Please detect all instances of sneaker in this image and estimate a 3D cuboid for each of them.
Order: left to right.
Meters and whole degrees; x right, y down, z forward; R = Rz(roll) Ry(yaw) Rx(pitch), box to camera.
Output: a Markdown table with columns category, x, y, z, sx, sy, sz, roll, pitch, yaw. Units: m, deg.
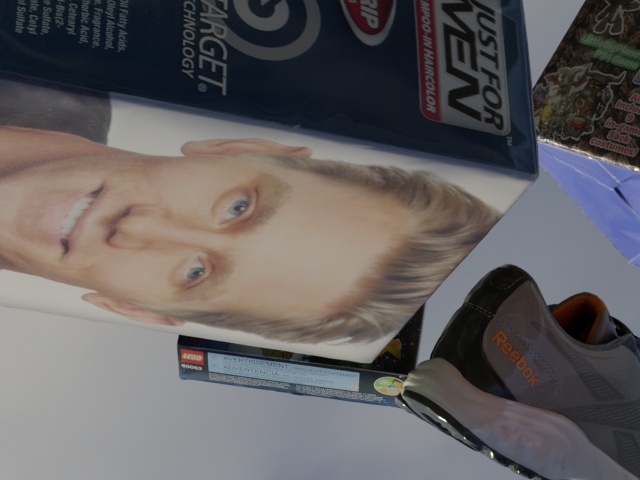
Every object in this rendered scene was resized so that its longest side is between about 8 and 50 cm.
| category | x | y | z | sx | sy | sz | roll | pitch | yaw |
| --- | --- | --- | --- | --- | --- | --- | --- | --- | --- |
| sneaker | 0.163 | 0.096 | 1.136 | 0.100 | 0.271 | 0.108 | 27 | -91 | 46 |

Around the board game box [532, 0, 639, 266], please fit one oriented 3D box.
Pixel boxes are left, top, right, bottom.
| category | x | y | z | sx | sy | sz | roll | pitch | yaw |
| --- | --- | --- | --- | --- | --- | --- | --- | --- | --- |
| board game box | 0.327 | -0.136 | 1.616 | 0.141 | 0.232 | 0.291 | 21 | -104 | 43 |

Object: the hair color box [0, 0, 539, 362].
| category | x | y | z | sx | sy | sz | roll | pitch | yaw |
| --- | --- | --- | --- | --- | --- | --- | --- | --- | --- |
| hair color box | -0.106 | -0.054 | 0.794 | 0.174 | 0.347 | 0.105 | 127 | -33 | -53 |

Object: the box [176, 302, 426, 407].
| category | x | y | z | sx | sy | sz | roll | pitch | yaw |
| --- | --- | --- | --- | --- | --- | --- | --- | --- | --- |
| box | 0.000 | 0.000 | 1.373 | 0.159 | 0.044 | 0.233 | 7 | -127 | 5 |
